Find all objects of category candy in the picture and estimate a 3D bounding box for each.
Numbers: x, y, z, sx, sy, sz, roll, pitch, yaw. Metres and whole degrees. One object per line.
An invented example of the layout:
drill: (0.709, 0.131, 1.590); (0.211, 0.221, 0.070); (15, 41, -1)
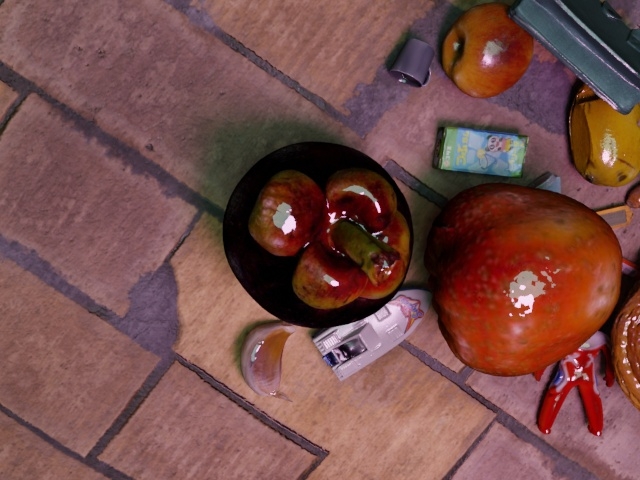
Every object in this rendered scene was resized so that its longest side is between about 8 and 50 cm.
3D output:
candy: (0.357, -0.197, 1.215); (0.194, 0.062, 0.097); (6, 100, -5)

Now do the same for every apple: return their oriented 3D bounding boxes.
apple: (0.358, -0.400, 1.146); (0.173, 0.160, 0.195); (-1, 107, -26)

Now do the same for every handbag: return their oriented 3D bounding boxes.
handbag: (0.552, -0.420, 1.098); (0.326, 0.238, 0.089); (41, 139, 0)

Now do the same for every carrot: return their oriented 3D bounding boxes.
carrot: (0.806, -0.149, 1.267); (0.216, 0.048, 0.048); (-38, 100, -1)

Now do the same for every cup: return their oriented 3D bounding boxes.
cup: (0.207, -0.378, 1.174); (0.100, 0.078, 0.077); (23, 94, -42)

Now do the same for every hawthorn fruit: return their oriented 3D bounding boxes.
hawthorn fruit: (0.409, 0.064, 1.095); (0.402, 0.403, 0.403); (-1, 100, -4)

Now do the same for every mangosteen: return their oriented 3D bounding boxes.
mangosteen: (0.000, 0.000, 1.034); (0.382, 0.435, 0.382); (0, 102, -2)

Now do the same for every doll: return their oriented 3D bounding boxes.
doll: (0.617, 0.287, 1.305); (0.188, 0.099, 0.384); (4, 104, 2)

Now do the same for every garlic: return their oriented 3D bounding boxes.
garlic: (-0.122, 0.289, 1.254); (0.128, 0.090, 0.198); (-1, 95, -16)

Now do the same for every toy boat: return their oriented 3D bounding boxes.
toy boat: (0.534, -0.089, 1.267); (0.096, 0.034, 0.122); (-36, 109, 2)
toy boat: (0.130, 0.197, 1.252); (0.295, 0.088, 0.129); (-33, 100, 2)

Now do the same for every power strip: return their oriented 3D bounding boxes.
power strip: (0.644, -0.044, 1.278); (0.178, 0.028, 0.049); (-13, 100, -2)

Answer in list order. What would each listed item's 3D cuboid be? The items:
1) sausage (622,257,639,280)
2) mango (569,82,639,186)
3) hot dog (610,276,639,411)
sausage: (0.736, 0.065, 1.301); (0.129, 0.034, 0.034); (24, 97, -7)
mango: (0.632, -0.247, 1.193); (0.167, 0.130, 0.262); (-12, 95, -18)
hot dog: (0.793, 0.210, 1.227); (0.267, 0.174, 0.388); (20, 85, -36)
